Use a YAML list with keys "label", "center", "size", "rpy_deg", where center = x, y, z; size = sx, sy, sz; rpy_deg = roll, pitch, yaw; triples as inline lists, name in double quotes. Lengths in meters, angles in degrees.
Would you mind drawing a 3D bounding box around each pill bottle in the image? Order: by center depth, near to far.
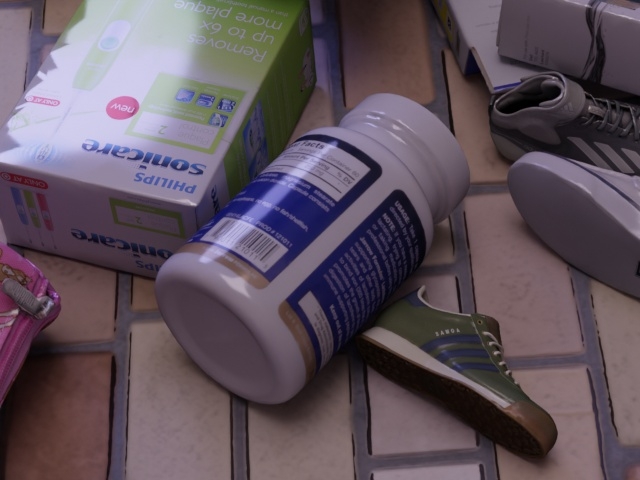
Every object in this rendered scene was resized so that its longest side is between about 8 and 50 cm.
- label: "pill bottle"
  center: [0.000, 0.000, 1.454]
  size: [0.153, 0.153, 0.265]
  rpy_deg: [30, 57, 27]

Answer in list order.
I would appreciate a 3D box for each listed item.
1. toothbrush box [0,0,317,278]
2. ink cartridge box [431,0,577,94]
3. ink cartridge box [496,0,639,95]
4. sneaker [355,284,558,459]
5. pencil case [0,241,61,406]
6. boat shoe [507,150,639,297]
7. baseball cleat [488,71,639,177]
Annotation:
- label: "toothbrush box"
  center: [-0.147, -0.113, 1.587]
  size: [0.206, 0.122, 0.283]
  rpy_deg: [13, 53, 16]
- label: "ink cartridge box"
  center: [0.266, -0.254, 1.715]
  size: [0.304, 0.072, 0.307]
  rpy_deg: [-11, 51, -7]
- label: "ink cartridge box"
  center: [0.289, -0.219, 1.578]
  size: [0.219, 0.092, 0.160]
  rpy_deg: [19, 52, 17]
- label: "sneaker"
  center: [0.126, 0.097, 1.417]
  size: [0.192, 0.064, 0.086]
  rpy_deg: [28, 62, 30]
- label: "pencil case"
  center: [-0.336, 0.158, 1.345]
  size: [0.160, 0.167, 0.386]
  rpy_deg: [32, 50, -15]
- label: "boat shoe"
  center: [0.288, -0.010, 1.481]
  size: [0.267, 0.096, 0.088]
  rpy_deg: [29, 53, 24]
- label: "baseball cleat"
  center: [0.252, -0.101, 1.552]
  size: [0.206, 0.109, 0.072]
  rpy_deg: [0, 62, 11]
